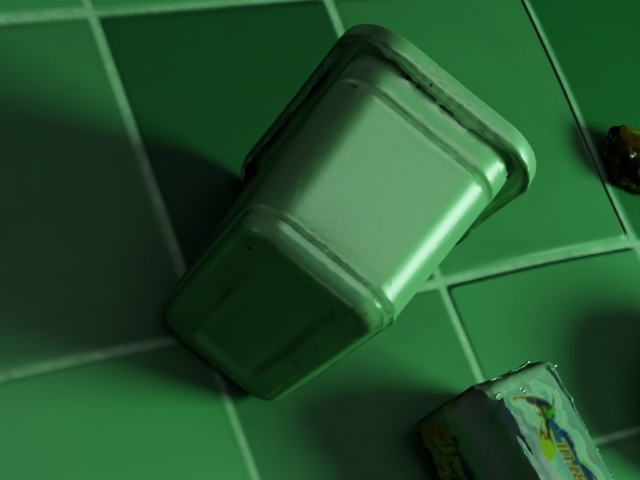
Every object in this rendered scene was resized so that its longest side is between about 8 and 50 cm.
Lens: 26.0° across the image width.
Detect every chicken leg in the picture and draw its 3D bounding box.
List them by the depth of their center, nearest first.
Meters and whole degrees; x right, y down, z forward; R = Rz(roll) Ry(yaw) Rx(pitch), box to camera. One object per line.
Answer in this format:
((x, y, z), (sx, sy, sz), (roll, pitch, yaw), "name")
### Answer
((0.422, -0.024, 1.432), (0.304, 0.093, 0.113), (34, 36, 2), "chicken leg")

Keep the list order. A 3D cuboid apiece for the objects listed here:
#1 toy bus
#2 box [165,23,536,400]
((0.204, 0.258, 1.131), (0.112, 0.138, 0.317), (-20, 74, -32), "toy bus")
((0.000, 0.000, 1.068), (0.175, 0.312, 0.182), (40, 63, -4), "box")
